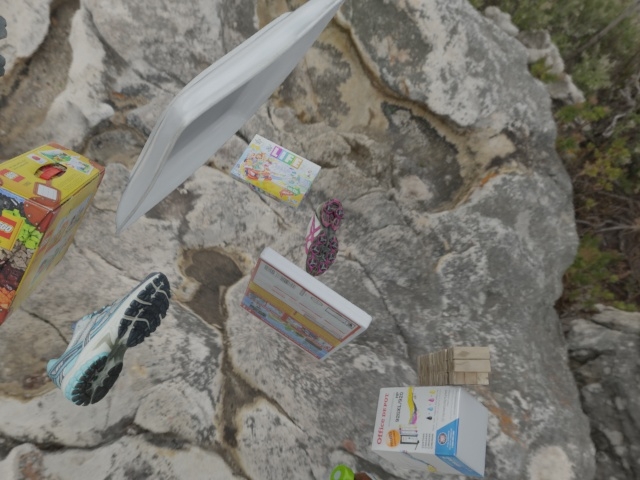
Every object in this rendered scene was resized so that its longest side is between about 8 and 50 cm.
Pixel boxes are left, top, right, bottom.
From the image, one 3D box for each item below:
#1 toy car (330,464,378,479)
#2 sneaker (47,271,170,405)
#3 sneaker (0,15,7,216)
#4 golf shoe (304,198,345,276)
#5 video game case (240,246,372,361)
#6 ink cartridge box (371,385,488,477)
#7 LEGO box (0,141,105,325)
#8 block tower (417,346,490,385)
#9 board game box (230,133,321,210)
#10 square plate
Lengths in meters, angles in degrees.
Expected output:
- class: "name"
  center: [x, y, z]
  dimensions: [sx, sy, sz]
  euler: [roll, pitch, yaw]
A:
- class: "toy car"
  center: [0.131, 0.559, 1.085]
  dimensions: [0.155, 0.188, 0.148]
  euler: [43, 38, -22]
- class: "sneaker"
  center: [-0.407, 0.162, 0.979]
  dimensions: [0.122, 0.110, 0.283]
  euler: [22, 60, 24]
- class: "sneaker"
  center: [-0.346, -0.080, 0.420]
  dimensions: [0.098, 0.135, 0.275]
  euler: [16, 104, 33]
- class: "golf shoe"
  center: [0.000, 0.000, 1.144]
  dimensions: [0.068, 0.086, 0.186]
  euler: [28, 64, -22]
- class: "video game case"
  center: [-0.041, 0.127, 0.922]
  dimensions: [0.204, 0.285, 0.025]
  euler: [34, 62, 1]
- class: "ink cartridge box"
  center: [0.278, 0.481, 1.302]
  dimensions: [0.168, 0.233, 0.171]
  euler: [42, 49, -35]
- class: "LEGO box"
  center: [-0.849, -0.046, 1.485]
  dimensions: [0.193, 0.500, 0.372]
  euler: [28, 103, -16]
- class: "block tower"
  center: [0.344, 0.344, 1.372]
  dimensions: [0.097, 0.335, 0.090]
  euler: [2, 72, -3]
- class: "board game box"
  center: [-0.091, -0.139, 1.048]
  dimensions: [0.154, 0.026, 0.103]
  euler: [27, 72, 6]
- class: "square plate"
  center: [-0.144, -0.180, 0.721]
  dimensions: [0.049, 0.344, 0.347]
  euler: [45, 54, -10]
